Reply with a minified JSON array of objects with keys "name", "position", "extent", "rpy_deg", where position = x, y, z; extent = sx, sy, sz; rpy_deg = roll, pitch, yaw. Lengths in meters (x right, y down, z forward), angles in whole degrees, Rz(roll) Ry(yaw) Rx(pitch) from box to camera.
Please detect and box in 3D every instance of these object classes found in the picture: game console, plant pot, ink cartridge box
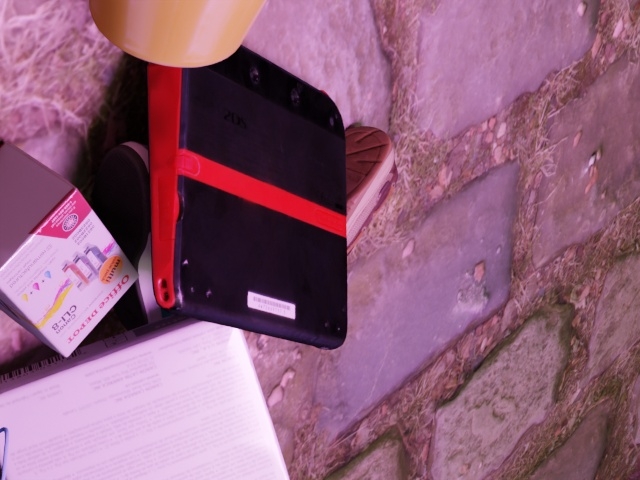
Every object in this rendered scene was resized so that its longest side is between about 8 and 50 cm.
[{"name":"game console","position":[-0.078,-0.057,1.488],"extent":[0.386,0.060,0.341],"rpy_deg":[20,67,-57]},{"name":"plant pot","position":[-0.128,-0.309,1.218],"extent":[0.254,0.254,0.239],"rpy_deg":[-27,151,-40]},{"name":"ink cartridge box","position":[-0.303,0.012,1.326],"extent":[0.128,0.127,0.176],"rpy_deg":[-50,148,-16]},{"name":"ink cartridge box","position":[-0.196,0.299,1.477],"extent":[0.308,0.091,0.385],"rpy_deg":[-19,103,-14]}]

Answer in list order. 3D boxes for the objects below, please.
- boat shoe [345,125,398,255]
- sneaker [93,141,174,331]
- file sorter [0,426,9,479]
[{"name":"boat shoe","position":[0.000,0.000,1.747],"extent":[0.342,0.123,0.123],"rpy_deg":[-55,147,-18]},{"name":"sneaker","position":[-0.162,-0.021,1.491],"extent":[0.178,0.124,0.295],"rpy_deg":[-31,146,-30]},{"name":"file sorter","position":[-0.416,0.241,1.275],"extent":[0.170,0.104,0.118],"rpy_deg":[11,68,-26]}]
